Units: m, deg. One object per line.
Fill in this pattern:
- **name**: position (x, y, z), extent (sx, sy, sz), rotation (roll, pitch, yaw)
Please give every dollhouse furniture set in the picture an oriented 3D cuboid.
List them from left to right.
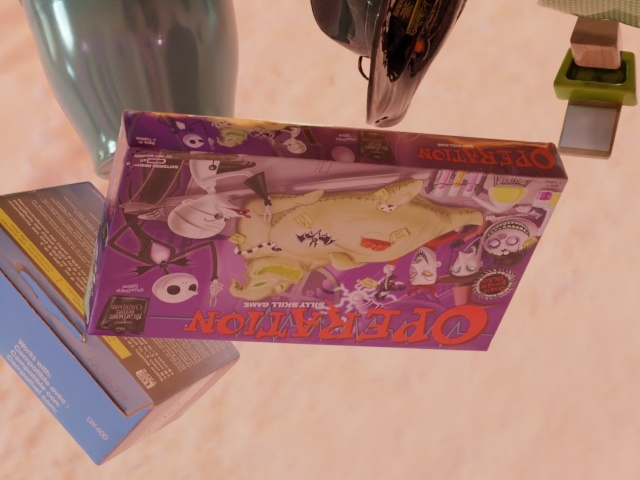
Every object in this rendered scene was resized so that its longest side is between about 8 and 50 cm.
- **dollhouse furniture set**: position (0.315, -0.192, 1.673), extent (0.198, 0.301, 0.151), rotation (8, 68, 20)

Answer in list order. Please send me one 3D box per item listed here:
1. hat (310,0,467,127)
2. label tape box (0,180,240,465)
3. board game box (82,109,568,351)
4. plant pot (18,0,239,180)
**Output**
- **hat**: position (0.066, -0.277, 1.675), extent (0.134, 0.331, 0.331), rotation (26, 47, 13)
- **label tape box**: position (-0.227, 0.073, 1.454), extent (0.106, 0.240, 0.334), rotation (-43, -6, 13)
- **board game box**: position (0.000, 0.000, 1.264), extent (0.347, 0.208, 0.056), rotation (3, 49, -16)
- **plant pot**: position (-0.218, -0.218, 1.999), extent (0.272, 0.255, 0.271), rotation (-14, -11, -3)
